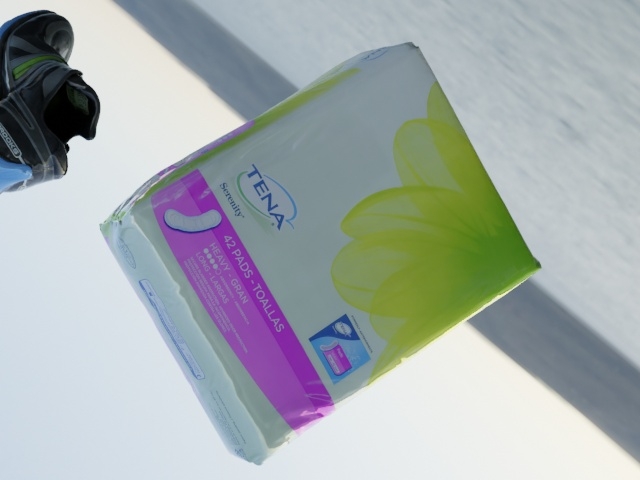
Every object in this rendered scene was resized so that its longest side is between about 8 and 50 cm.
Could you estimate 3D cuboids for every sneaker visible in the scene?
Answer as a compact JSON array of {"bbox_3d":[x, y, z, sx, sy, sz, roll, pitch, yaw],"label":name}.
[{"bbox_3d":[-0.178,-0.088,0.757,0.188,0.078,0.067,-95,3,-54],"label":"sneaker"}]

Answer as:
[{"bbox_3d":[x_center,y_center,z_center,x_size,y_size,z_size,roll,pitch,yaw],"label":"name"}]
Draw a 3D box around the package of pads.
[{"bbox_3d":[0.000,0.000,0.942,0.229,0.296,0.101,61,160,-8],"label":"package of pads"}]
